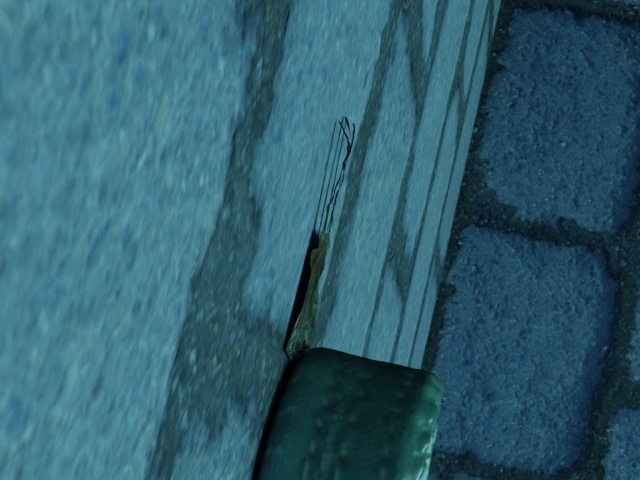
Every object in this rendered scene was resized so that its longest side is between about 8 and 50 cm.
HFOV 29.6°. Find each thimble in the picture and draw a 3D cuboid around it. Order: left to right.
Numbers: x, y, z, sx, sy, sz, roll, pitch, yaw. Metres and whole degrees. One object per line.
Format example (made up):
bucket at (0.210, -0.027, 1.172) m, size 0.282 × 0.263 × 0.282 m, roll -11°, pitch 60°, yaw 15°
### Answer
thimble at (0.026, 0.212, 1.103) m, size 0.235 × 0.143 × 0.198 m, roll -63°, pitch 162°, yaw -53°

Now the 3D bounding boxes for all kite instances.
kite at (0.003, 0.001, 1.095) m, size 0.127 × 0.016 × 0.229 m, roll -19°, pitch 121°, yaw -83°
